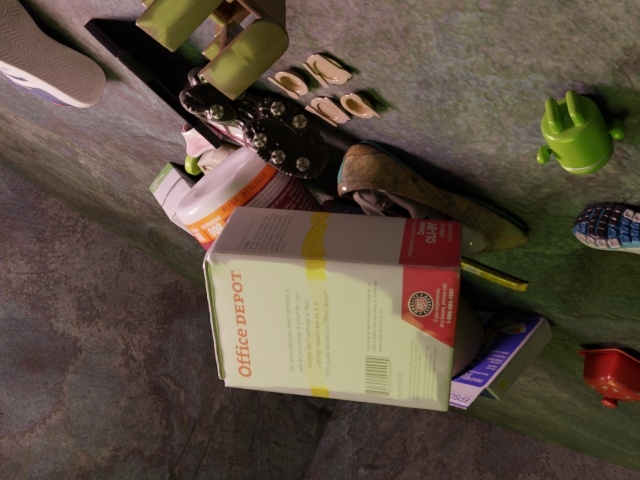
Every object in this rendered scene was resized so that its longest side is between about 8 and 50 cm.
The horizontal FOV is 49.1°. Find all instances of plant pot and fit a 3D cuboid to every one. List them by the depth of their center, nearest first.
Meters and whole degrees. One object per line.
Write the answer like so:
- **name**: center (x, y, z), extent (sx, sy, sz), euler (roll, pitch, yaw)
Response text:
- **plant pot**: center (0.197, 0.146, 1.587), extent (0.256, 0.256, 0.274), euler (5, 137, 51)

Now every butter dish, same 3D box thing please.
- **butter dish**: center (0.664, 0.318, 1.572), extent (0.159, 0.118, 0.160), euler (29, 164, -9)

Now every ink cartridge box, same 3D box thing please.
- **ink cartridge box**: center (0.028, 0.106, 1.148), extent (0.384, 0.160, 0.279), euler (4, 122, 9)
- **ink cartridge box**: center (0.334, 0.280, 1.633), extent (0.303, 0.307, 0.072), euler (1, 127, 57)
- **ink cartridge box**: center (-0.308, -0.083, 1.707), extent (0.160, 0.093, 0.219), euler (38, -176, -35)

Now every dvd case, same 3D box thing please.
- **dvd case**: center (-0.288, -0.270, 1.223), extent (0.253, 0.022, 0.180), euler (43, -179, -45)

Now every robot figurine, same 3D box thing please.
- **robot figurine**: center (0.302, -0.123, 0.822), extent (0.101, 0.067, 0.115), euler (-21, 139, 27)

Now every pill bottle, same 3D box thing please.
- **pill bottle**: center (-0.070, 0.022, 1.346), extent (0.392, 0.224, 0.224), euler (51, 156, -18)
- **pill bottle**: center (0.072, -0.028, 1.439), extent (0.160, 0.087, 0.087), euler (15, 161, 31)

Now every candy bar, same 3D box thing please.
- **candy bar**: center (0.348, 0.069, 1.447), extent (0.161, 0.018, 0.040), euler (23, 160, 11)

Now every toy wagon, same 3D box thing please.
- **toy wagon**: center (-0.142, -0.100, 1.577), extent (0.267, 0.068, 0.344), euler (20, 164, 19)

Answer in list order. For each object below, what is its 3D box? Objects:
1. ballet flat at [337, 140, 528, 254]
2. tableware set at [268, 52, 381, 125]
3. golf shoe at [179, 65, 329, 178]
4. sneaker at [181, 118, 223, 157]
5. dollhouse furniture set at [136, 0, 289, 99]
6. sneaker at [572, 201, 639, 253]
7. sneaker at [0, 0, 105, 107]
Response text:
- **ballet flat**: center (0.182, -0.040, 1.181), extent (0.348, 0.123, 0.123), euler (28, 164, -8)
- **tableware set**: center (0.009, -0.220, 1.050), extent (0.141, 0.020, 0.168), euler (35, 162, -28)
- **golf shoe**: center (-0.105, -0.200, 1.190), extent (0.272, 0.105, 0.120), euler (33, 179, -4)
- **sneaker**: center (-0.256, -0.213, 1.427), extent (0.070, 0.051, 0.134), euler (35, 158, -25)
- **dollhouse furniture set**: center (-0.108, -0.306, 0.664), extent (0.161, 0.212, 0.242), euler (-35, 127, 28)
- **sneaker**: center (0.449, -0.004, 0.978), extent (0.190, 0.071, 0.083), euler (9, 163, 46)
- **sneaker**: center (-0.580, -0.359, 1.307), extent (0.148, 0.131, 0.350), euler (5, 154, 42)
